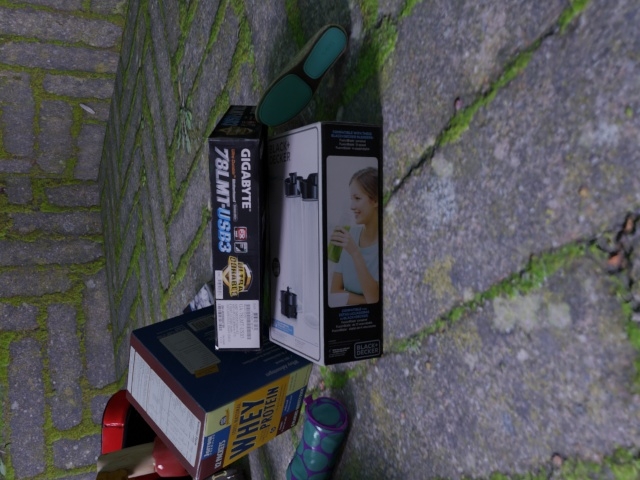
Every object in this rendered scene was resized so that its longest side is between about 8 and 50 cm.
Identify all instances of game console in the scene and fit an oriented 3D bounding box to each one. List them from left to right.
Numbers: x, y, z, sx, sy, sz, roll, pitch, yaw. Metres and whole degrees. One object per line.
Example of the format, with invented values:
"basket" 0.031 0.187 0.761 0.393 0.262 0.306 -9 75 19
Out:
"game console" -0.379 0.502 1.291 0.386 0.060 0.342 42 -131 -75

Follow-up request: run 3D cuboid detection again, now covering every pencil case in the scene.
"pencil case" -0.007 0.292 0.811 0.070 0.064 0.152 33 123 28

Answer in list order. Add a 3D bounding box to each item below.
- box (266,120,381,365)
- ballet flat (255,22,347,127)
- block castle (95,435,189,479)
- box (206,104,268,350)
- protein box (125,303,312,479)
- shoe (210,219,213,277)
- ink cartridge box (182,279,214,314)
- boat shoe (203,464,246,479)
"box" 0.000 0.000 0.753 0.169 0.087 0.290 8 98 62
"ballet flat" -0.026 -0.218 0.771 0.168 0.057 0.052 -47 25 1
"block castle" -0.252 0.598 1.015 0.303 0.212 0.453 -117 20 -64
"box" -0.115 -0.036 0.855 0.295 0.073 0.293 -101 14 -69
"protein box" -0.161 0.218 0.898 0.201 0.199 0.136 34 123 34
"shoe" -0.180 0.009 1.123 0.081 0.063 0.178 131 134 -57
"ink cartridge box" -0.193 0.199 1.126 0.208 0.045 0.206 63 147 9
"boat shoe" -0.214 0.510 1.210 0.227 0.081 0.069 -30 63 51
